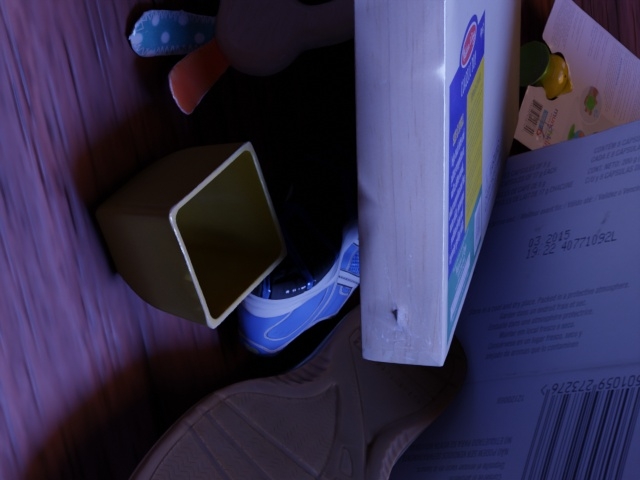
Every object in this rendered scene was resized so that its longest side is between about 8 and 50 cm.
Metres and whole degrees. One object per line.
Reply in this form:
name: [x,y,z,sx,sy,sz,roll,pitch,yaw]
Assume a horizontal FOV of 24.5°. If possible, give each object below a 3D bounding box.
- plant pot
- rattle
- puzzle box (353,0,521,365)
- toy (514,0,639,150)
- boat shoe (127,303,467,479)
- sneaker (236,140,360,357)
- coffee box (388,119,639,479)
plant pot: [-0.084,-0.007,0.875,0.081,0.083,0.081,-45,129,-40]
rattle: [-0.039,-0.149,0.960,0.130,0.143,0.200,38,78,-14]
puzzle box: [0.087,-0.135,0.961,0.409,0.052,0.272,-62,153,-62]
toy: [0.241,-0.111,1.324,0.237,0.056,0.137,30,75,-46]
boat shoe: [-0.022,0.147,0.943,0.122,0.110,0.341,49,37,9]
sneaker: [0.000,0.000,1.014,0.211,0.080,0.081,-41,152,-45]
coffee box: [0.266,0.144,1.071,0.334,0.337,0.338,32,66,-27]
